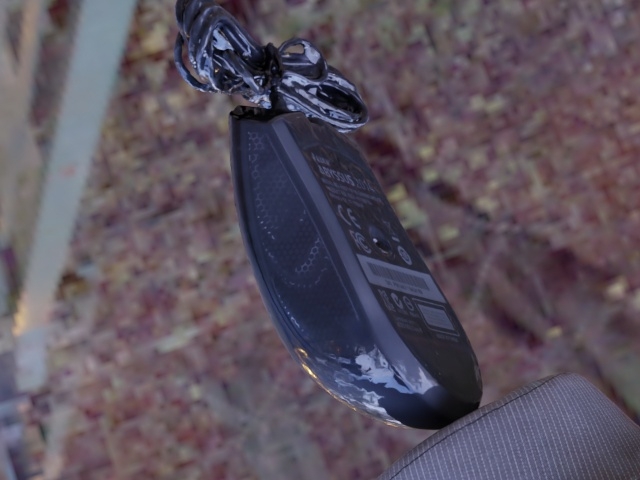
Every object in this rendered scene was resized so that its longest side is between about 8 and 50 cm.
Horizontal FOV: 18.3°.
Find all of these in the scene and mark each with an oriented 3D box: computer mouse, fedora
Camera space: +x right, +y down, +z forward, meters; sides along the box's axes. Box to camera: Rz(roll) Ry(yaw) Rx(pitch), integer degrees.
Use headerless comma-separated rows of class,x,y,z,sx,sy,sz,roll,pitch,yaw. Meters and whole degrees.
computer mouse,0.000,0.000,1.104,0.072,0.272,0.188,-35,152,18
fedora,0.084,0.169,1.051,0.275,0.124,0.244,-46,167,16
